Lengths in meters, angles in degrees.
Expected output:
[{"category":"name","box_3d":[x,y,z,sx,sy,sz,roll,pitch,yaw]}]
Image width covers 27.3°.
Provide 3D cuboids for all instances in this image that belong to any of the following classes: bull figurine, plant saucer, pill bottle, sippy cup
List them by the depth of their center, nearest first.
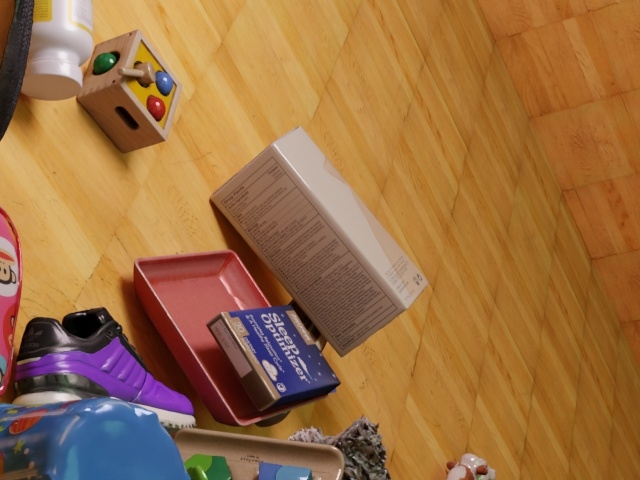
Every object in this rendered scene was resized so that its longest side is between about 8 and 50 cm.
[{"category":"sippy cup","box_3d":[-0.254,0.254,1.283,0.240,0.224,0.305,58,41,-11]},{"category":"pill bottle","box_3d":[-0.327,-0.268,1.597,0.103,0.103,0.184,28,53,-57]},{"category":"plant saucer","box_3d":[-0.127,0.134,1.774,0.258,0.047,0.259,55,22,13]},{"category":"bull figurine","box_3d":[0.252,0.514,2.370,0.310,0.101,0.188,-34,110,-63]}]

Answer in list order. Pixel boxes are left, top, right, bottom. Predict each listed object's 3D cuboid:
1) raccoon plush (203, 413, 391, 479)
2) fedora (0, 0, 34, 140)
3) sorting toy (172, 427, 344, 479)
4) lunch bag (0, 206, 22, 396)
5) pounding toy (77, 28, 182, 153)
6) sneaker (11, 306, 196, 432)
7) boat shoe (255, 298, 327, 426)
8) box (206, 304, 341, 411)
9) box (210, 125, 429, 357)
[{"category":"raccoon plush","box_3d":[-0.082,0.373,1.544,0.216,0.299,0.446,67,27,-18]},{"category":"fedora","box_3d":[-0.394,-0.236,1.334,0.152,0.334,0.334,8,66,-27]},{"category":"sorting toy","box_3d":[-0.146,0.298,1.455,0.229,0.307,0.041,-69,158,-46]},{"category":"lunch bag","box_3d":[-0.414,0.014,1.263,0.293,0.120,0.258,37,45,-52]},{"category":"pounding toy","box_3d":[-0.247,-0.202,1.728,0.141,0.100,0.130,53,33,-39]},{"category":"sneaker","box_3d":[-0.245,0.152,1.553,0.293,0.102,0.146,25,54,-58]},{"category":"boat shoe","box_3d":[-0.056,0.151,1.947,0.095,0.095,0.257,55,33,-26]},{"category":"box","box_3d":[-0.051,0.153,1.780,0.136,0.036,0.225,56,22,15]},{"category":"box","box_3d":[0.000,0.000,1.957,0.311,0.148,0.121,52,27,-1]}]
